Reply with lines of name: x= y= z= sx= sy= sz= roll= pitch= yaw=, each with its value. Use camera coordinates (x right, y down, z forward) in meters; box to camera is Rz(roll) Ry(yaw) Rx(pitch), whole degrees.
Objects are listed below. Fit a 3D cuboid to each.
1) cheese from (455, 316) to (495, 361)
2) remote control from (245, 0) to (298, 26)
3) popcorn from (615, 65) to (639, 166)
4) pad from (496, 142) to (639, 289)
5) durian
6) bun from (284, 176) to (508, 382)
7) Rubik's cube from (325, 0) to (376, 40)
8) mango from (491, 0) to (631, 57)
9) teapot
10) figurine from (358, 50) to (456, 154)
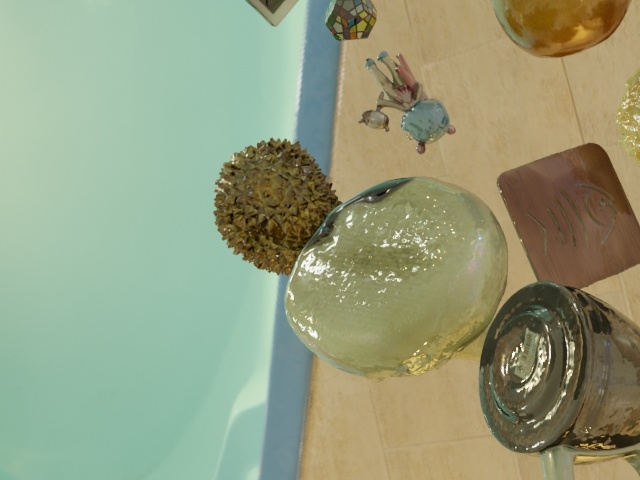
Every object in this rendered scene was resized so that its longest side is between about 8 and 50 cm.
cheese: x=0.237 y=0.168 z=1.221 sx=0.167 sy=0.123 sz=0.094 roll=6 pitch=59 yaw=19
remote control: x=-0.102 y=-0.361 z=0.855 sx=0.166 sy=0.029 sz=0.065 roll=41 pitch=84 yaw=-20
popcorn: x=0.847 y=-0.274 z=1.408 sx=0.349 sy=0.381 sz=0.349 roll=40 pitch=136 yaw=53
pad: x=0.540 y=-0.049 z=1.383 sx=0.283 sy=0.018 sz=0.287 roll=-19 pitch=84 yaw=-15
durian: x=-0.078 y=-0.055 z=1.262 sx=0.258 sy=0.258 sz=0.293 roll=-42 pitch=90 yaw=18
bun: x=0.107 y=0.060 z=0.820 sx=0.283 sy=0.179 sz=0.283 roll=-20 pitch=44 yaw=21
Rubik's cube: x=0.074 y=-0.548 z=1.595 sx=0.111 sy=0.133 sz=0.133 roll=-23 pitch=82 yaw=32
mango: x=0.286 y=-0.377 z=0.770 sx=0.172 sy=0.211 sz=0.317 roll=1 pitch=125 yaw=17
teapot: x=0.385 y=0.217 z=0.891 sx=0.239 sy=0.322 sz=0.240 roll=16 pitch=114 yaw=-15
figurine: x=0.182 y=-0.319 z=1.493 sx=0.205 sy=0.103 sz=0.260 roll=-30 pitch=78 yaw=-21
